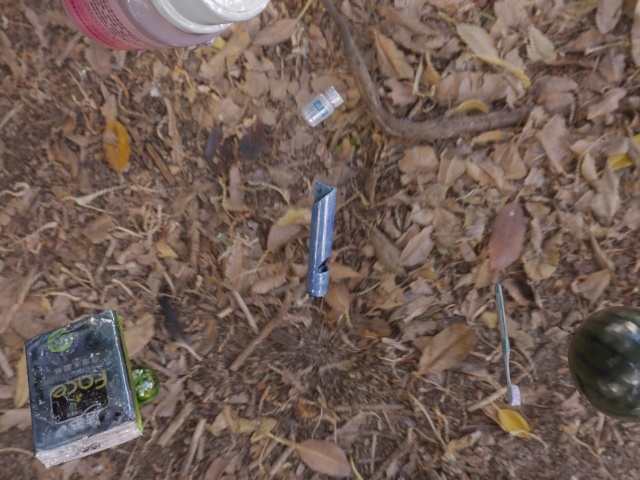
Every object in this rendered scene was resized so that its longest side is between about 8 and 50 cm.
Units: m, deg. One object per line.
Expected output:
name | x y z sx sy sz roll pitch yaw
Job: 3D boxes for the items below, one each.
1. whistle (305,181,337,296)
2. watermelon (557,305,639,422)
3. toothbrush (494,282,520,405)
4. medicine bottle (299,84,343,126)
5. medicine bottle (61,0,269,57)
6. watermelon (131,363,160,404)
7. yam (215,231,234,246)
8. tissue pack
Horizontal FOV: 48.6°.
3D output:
whistle | 0.000 0.000 1.785 0.062 0.062 0.304 6 117 1
watermelon | 0.283 0.111 0.679 0.105 0.105 0.133 -45 42 -6
toothbrush | 0.238 0.130 0.904 0.014 0.011 0.167 12 57 -17
medicine bottle | 0.002 -0.287 1.514 0.089 0.052 0.052 -37 83 8
medicine bottle | -0.157 -0.266 0.717 0.247 0.147 0.147 13 78 47
watermelon | -0.446 0.352 1.728 0.109 0.109 0.109 0 81 0
yam | -0.250 -0.003 1.842 0.021 0.116 0.021 -2 79 11
tissue pack | -0.412 0.250 1.222 0.173 0.073 0.235 -17 52 -8
